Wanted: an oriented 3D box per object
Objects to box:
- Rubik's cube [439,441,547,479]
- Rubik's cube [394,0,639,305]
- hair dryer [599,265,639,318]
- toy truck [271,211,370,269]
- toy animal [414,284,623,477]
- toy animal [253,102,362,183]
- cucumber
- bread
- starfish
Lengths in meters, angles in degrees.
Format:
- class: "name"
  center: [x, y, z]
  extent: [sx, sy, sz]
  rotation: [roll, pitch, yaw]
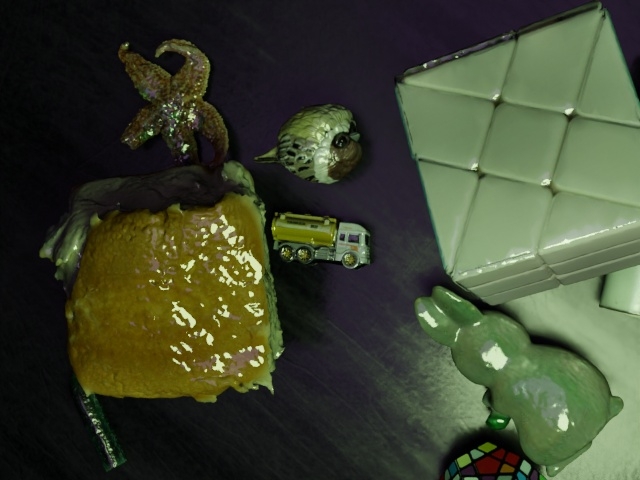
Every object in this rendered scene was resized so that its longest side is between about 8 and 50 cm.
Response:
- class: "Rubik's cube"
  center: [0.199, 0.301, 1.165]
  extent: [0.112, 0.133, 0.133]
  rotation: [8, 94, -14]
- class: "Rubik's cube"
  center: [0.230, -0.075, 1.049]
  extent: [0.221, 0.224, 0.231]
  rotation: [-18, 72, 17]
- class: "hair dryer"
  center: [0.447, 0.038, 1.135]
  extent: [0.236, 0.073, 0.131]
  rotation: [12, 93, 7]
- class: "toy truck"
  center: [0.000, 0.000, 1.220]
  extent: [0.123, 0.052, 0.063]
  rotation: [6, 87, 11]
- class: "toy animal"
  center: [0.215, 0.136, 1.152]
  extent: [0.127, 0.125, 0.251]
  rotation: [-43, 89, -11]
- class: "toy animal"
  center: [-0.012, -0.103, 1.199]
  extent: [0.137, 0.098, 0.098]
  rotation: [-34, 86, 23]
- class: "cucumber"
  center: [-0.290, 0.230, 1.292]
  extent: [0.032, 0.032, 0.133]
  rotation: [-26, 86, 10]
- class: "bread"
  center: [-0.181, 0.043, 1.162]
  extent: [0.279, 0.225, 0.250]
  rotation: [-5, 106, 8]
- class: "starfish"
  center: [-0.187, -0.167, 1.258]
  extent: [0.150, 0.053, 0.209]
  rotation: [-41, 81, -3]
